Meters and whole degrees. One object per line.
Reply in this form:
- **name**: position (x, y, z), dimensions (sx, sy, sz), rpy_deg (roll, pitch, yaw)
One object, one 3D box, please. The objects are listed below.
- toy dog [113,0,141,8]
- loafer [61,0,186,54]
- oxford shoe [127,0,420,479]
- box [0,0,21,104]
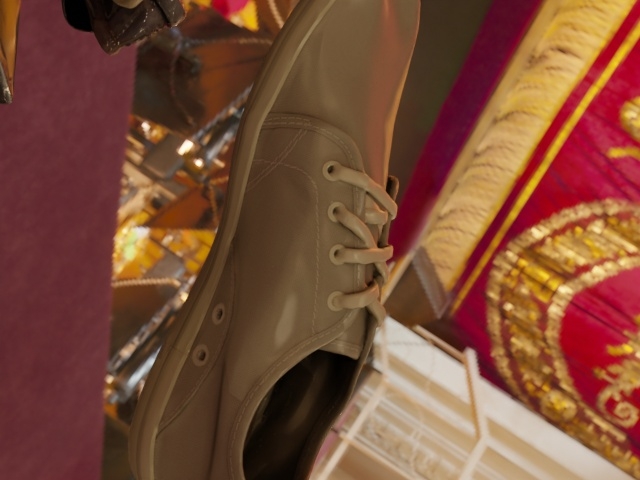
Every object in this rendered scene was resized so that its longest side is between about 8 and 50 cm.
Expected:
- **toy dog**: position (-0.020, -0.439, 0.809), dimensions (0.408, 0.284, 0.395), rpy_deg (-27, -179, -28)
- **loafer**: position (-0.247, -0.266, 1.018), dimensions (0.095, 0.302, 0.109), rpy_deg (-43, 125, -10)
- **oxford shoe**: position (0.000, 0.000, 0.697), dimensions (0.169, 0.130, 0.449), rpy_deg (27, 82, -57)
- **box**: position (-0.549, -0.320, 1.038), dimensions (0.212, 0.396, 0.293), rpy_deg (97, -11, -59)
